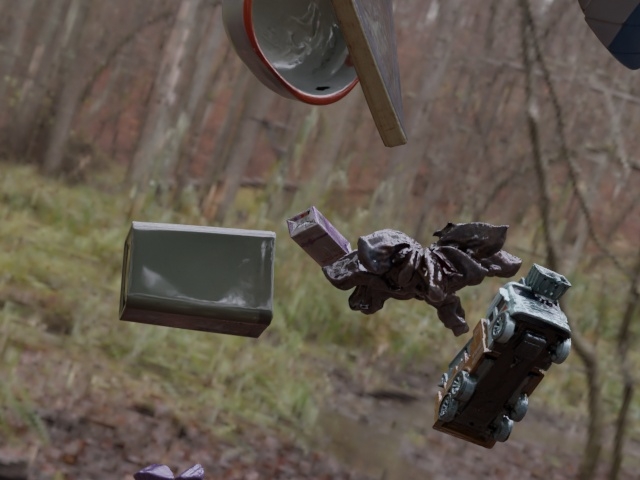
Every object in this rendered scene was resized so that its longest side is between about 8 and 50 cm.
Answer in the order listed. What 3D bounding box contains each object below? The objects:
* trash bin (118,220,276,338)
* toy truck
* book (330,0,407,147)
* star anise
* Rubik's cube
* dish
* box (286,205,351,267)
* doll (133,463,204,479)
[{"bbox_3d":[-0.205,0.065,1.995,0.240,0.164,0.122,6,-22,-15],"label":"trash bin"},{"bbox_3d":[0.323,0.192,2.133,0.133,0.338,0.184,21,32,-13],"label":"toy truck"},{"bbox_3d":[0.040,-0.243,1.160,0.025,0.269,0.191,-14,-48,12],"label":"book"},{"bbox_3d":[0.143,0.048,1.674,0.283,0.129,0.212,5,-23,-5],"label":"star anise"},{"bbox_3d":[0.525,-0.438,1.982,0.254,0.254,0.254,19,3,-1],"label":"Rubik's cube"},{"bbox_3d":[-0.034,-0.318,1.679,0.256,0.256,0.117,16,-4,-38],"label":"dish"},{"bbox_3d":[0.000,0.000,1.737,0.117,0.051,0.036,47,24,-50],"label":"box"},{"bbox_3d":[-0.164,0.305,1.342,0.190,0.115,0.050,-9,7,41],"label":"doll"}]
